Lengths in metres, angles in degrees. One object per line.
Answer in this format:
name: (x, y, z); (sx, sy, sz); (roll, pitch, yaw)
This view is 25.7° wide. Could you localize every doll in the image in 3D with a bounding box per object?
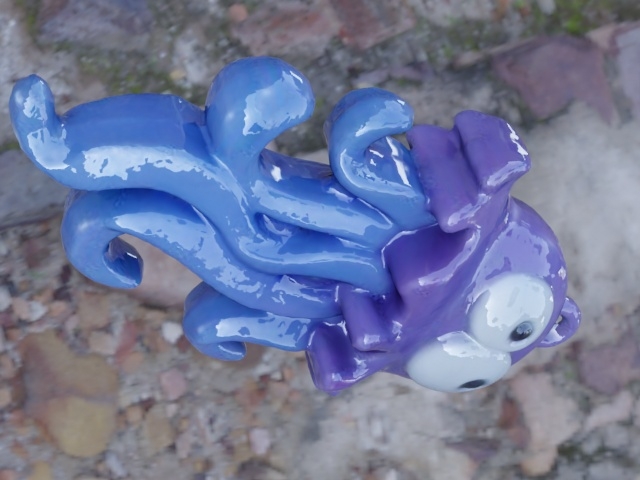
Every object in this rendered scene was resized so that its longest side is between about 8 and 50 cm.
doll: (0.000, 0.000, 0.414); (0.206, 0.110, 0.067); (19, 36, -29)
